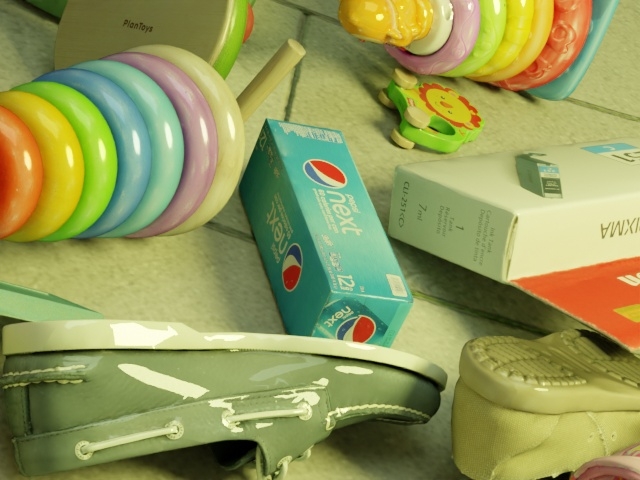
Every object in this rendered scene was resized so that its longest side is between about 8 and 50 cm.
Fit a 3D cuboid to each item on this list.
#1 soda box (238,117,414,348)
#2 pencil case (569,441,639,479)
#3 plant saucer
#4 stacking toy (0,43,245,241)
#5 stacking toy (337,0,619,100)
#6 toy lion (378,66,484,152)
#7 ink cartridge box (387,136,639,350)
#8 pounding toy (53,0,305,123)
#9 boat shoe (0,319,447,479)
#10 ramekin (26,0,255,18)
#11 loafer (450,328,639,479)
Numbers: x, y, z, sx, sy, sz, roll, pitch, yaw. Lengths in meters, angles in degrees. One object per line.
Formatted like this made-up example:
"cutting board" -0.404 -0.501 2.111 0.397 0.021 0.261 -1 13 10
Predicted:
"soda box" 0.000 0.000 1.347 0.067 0.071 0.210 9 35 -23
"pencil case" 0.281 0.169 1.238 0.284 0.124 0.124 -15 49 -46
"plant saucer" -0.215 0.031 1.126 0.067 0.018 0.192 18 0 38
"stacking toy" -0.183 -0.055 1.183 0.141 0.141 0.330 35 20 18
"stacking toy" 0.117 -0.204 1.613 0.175 0.165 0.302 39 32 25
"toy lion" 0.104 -0.110 1.613 0.096 0.034 0.100 18 32 -22
"ink cartridge box" 0.248 -0.009 1.449 0.296 0.066 0.261 -9 24 -40
"pounding toy" -0.096 -0.136 1.428 0.110 0.183 0.237 27 21 -50
"boat shoe" -0.056 0.110 1.163 0.319 0.116 0.099 8 78 -34
"ramekin" -0.168 -0.304 1.607 0.303 0.148 0.303 17 33 -11
"loafer" 0.170 0.121 1.269 0.268 0.092 0.102 10 22 -49
